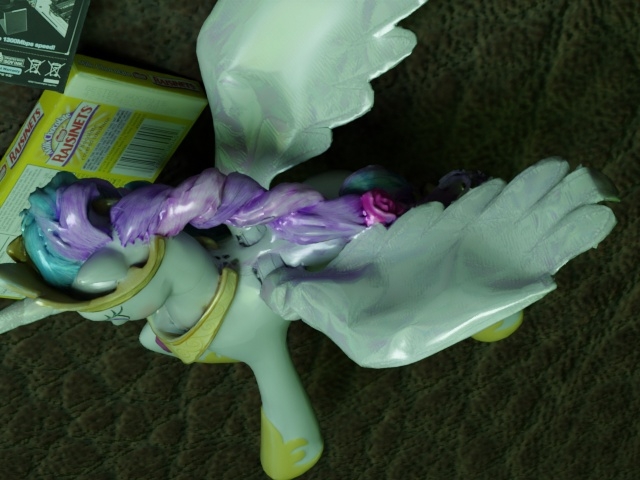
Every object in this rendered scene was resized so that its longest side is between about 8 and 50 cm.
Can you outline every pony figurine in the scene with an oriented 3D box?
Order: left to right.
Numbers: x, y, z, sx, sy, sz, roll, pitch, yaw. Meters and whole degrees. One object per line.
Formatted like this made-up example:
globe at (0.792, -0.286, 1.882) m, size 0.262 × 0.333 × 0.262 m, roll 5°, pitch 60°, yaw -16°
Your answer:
pony figurine at (0.000, 0.000, 1.059) m, size 0.351 × 0.303 × 0.363 m, roll -34°, pitch 151°, yaw 10°

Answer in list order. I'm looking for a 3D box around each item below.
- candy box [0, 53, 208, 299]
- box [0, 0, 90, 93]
candy box at (-0.170, -0.035, 1.127) m, size 0.105 × 0.027 × 0.206 m, roll 11°, pitch 130°, yaw -38°
box at (-0.264, -0.220, 0.922) m, size 0.307 × 0.076 × 0.242 m, roll 8°, pitch 129°, yaw -19°
